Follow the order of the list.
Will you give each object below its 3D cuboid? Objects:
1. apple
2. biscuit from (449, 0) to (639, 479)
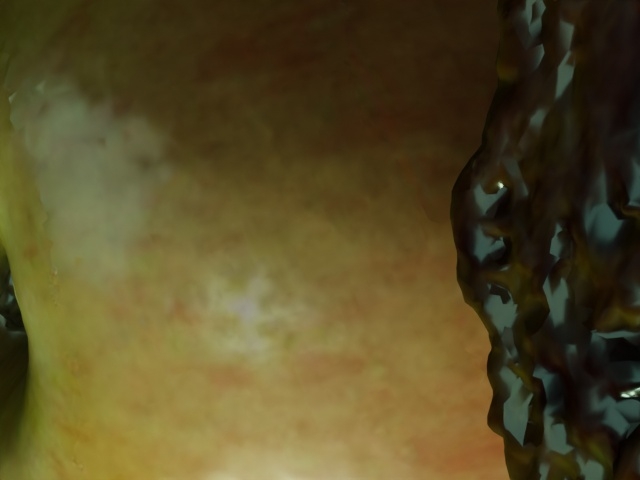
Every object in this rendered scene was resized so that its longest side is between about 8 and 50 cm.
[{"bbox_3d":[0.000,0.000,0.658,0.364,0.364,0.364,-17,70,57],"label":"apple"},{"bbox_3d":[0.164,-0.015,0.373,0.334,0.081,0.289,-36,61,41],"label":"biscuit"}]
